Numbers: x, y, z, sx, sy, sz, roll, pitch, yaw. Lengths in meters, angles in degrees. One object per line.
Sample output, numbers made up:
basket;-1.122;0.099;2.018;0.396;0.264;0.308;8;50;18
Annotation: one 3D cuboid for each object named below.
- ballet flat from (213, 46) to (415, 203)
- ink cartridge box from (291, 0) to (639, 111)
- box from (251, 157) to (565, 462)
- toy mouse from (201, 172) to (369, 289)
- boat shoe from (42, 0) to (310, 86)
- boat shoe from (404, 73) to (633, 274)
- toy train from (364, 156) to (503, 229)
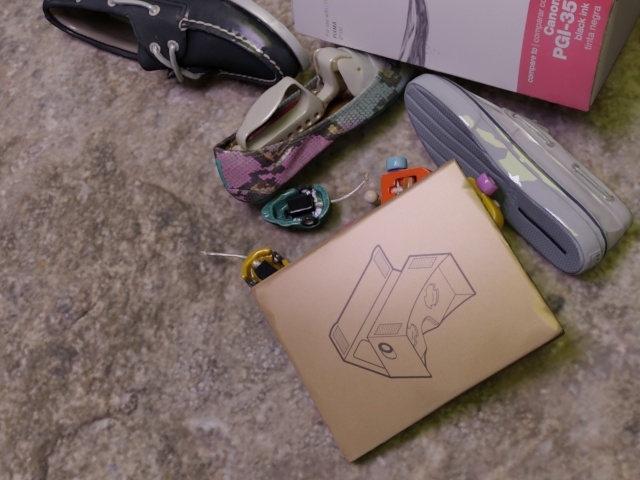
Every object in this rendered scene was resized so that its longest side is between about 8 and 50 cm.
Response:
ballet flat;-0.005;-0.123;0.877;0.221;0.079;0.077;-40;44;-13
ink cartridge box;0.140;-0.247;0.863;0.283;0.117;0.207;20;49;19
box;0.066;0.056;0.779;0.201;0.021;0.164;-33;76;11
toy mouse;0.000;0.000;0.854;0.161;0.031;0.143;32;76;28
boat shoe;-0.146;-0.200;0.941;0.303;0.114;0.091;26;72;33
boat shoe;0.168;-0.067;0.839;0.076;0.083;0.226;-33;71;-24
toy train;0.104;0.004;0.831;0.125;0.046;0.166;-15;71;34
